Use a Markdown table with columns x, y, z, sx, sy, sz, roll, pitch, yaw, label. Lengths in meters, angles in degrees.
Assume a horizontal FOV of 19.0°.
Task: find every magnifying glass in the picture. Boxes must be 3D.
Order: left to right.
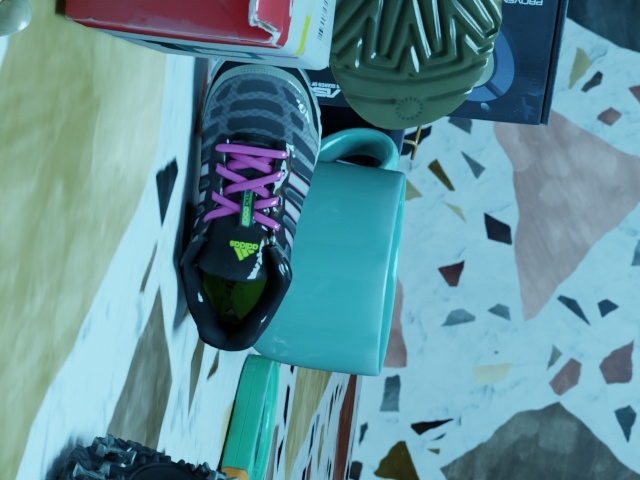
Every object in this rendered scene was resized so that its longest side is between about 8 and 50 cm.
| x | y | z | sx | sy | sz | roll | pitch | yaw | label |
| --- | --- | --- | --- | --- | --- | --- | --- | --- | --- |
| -0.052 | 0.148 | 1.256 | 0.231 | 0.026 | 0.092 | -68 | 165 | -67 | magnifying glass |

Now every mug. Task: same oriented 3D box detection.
| x | y | z | sx | sy | sz | roll | pitch | yaw | label |
| --- | --- | --- | --- | --- | --- | --- | --- | --- | --- |
| -0.001 | 0.010 | 1.203 | 0.158 | 0.097 | 0.129 | -72 | 168 | -67 | mug |

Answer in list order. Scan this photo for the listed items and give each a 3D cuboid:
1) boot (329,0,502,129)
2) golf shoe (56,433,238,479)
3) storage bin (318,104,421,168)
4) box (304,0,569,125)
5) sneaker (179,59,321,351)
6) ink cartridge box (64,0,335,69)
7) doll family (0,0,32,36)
| x | y | z | sx | sy | sz | roll | pitch | yaw | label |
| --- | --- | --- | --- | --- | --- | --- | --- | --- | --- |
| 0.035 | -0.215 | 1.017 | 0.269 | 0.089 | 0.236 | -99 | -173 | -64 | boot |
| -0.082 | 0.139 | 0.726 | 0.198 | 0.077 | 0.094 | -49 | 161 | -73 | golf shoe |
| 0.019 | -0.068 | 1.395 | 0.135 | 0.098 | 0.091 | -77 | -177 | -45 | storage bin |
| 0.058 | -0.154 | 1.150 | 0.147 | 0.180 | 0.077 | 93 | 5 | -49 | box |
| -0.036 | -0.014 | 0.964 | 0.075 | 0.063 | 0.170 | -86 | -175 | -59 | sneaker |
| -0.036 | -0.137 | 0.705 | 0.231 | 0.078 | 0.134 | -16 | 113 | -84 | ink cartridge box |
| -0.075 | -0.113 | 0.380 | 0.193 | 0.076 | 0.111 | -84 | 174 | -48 | doll family |
